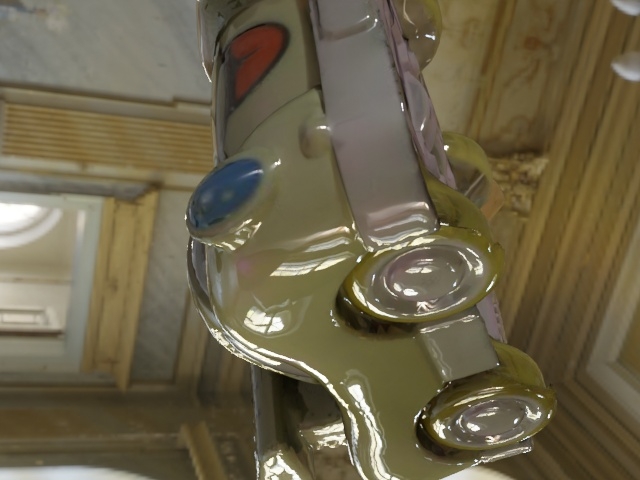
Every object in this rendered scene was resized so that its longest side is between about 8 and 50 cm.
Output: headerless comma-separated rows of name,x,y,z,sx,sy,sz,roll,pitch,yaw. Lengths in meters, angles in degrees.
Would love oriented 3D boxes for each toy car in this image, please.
toy car,0.000,0.000,0.608,0.336,0.226,0.242,58,19,-48

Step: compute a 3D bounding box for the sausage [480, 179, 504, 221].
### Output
sausage,0.100,0.036,1.094,0.066,0.301,0.066,40,-21,19
